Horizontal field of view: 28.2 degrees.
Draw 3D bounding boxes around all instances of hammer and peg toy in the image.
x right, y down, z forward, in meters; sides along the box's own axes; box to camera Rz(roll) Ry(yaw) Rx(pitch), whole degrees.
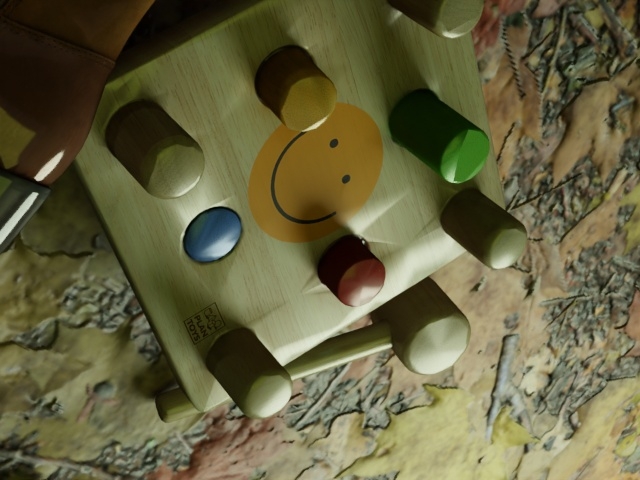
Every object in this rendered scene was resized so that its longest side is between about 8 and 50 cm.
[{"bbox_3d":[0.000,0.000,0.806,0.266,0.127,0.361,-30,132,-15],"label":"hammer and peg toy"}]

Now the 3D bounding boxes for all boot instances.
[{"bbox_3d":[-0.180,-0.167,0.586,0.264,0.096,0.280,33,87,-16],"label":"boot"}]

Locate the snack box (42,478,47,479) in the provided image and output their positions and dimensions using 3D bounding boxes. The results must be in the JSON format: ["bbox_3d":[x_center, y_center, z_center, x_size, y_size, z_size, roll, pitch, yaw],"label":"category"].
[{"bbox_3d":[-0.245,0.236,0.866,0.178,0.022,0.064,-34,132,-11],"label":"snack box"}]
